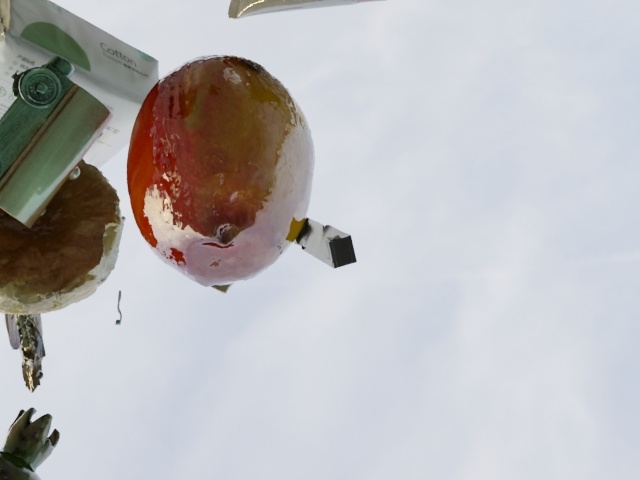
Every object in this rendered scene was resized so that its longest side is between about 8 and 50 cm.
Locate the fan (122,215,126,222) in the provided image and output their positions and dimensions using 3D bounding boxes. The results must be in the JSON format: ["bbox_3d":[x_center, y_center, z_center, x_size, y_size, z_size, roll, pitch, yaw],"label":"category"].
[{"bbox_3d":[-0.519,0.046,2.109,0.023,0.282,0.057,42,-158,-2],"label":"fan"}]

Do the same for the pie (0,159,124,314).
[{"bbox_3d":[-0.490,-0.025,1.602,0.339,0.083,0.340,11,-125,-16],"label":"pie"}]

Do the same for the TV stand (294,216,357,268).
[{"bbox_3d":[0.000,0.000,1.636,0.040,0.049,0.256,-16,-167,-13],"label":"TV stand"}]

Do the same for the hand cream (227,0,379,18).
[{"bbox_3d":[-0.027,-0.428,1.559,0.314,0.140,0.089,12,175,34],"label":"hand cream"}]

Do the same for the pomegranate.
[{"bbox_3d":[-0.581,0.430,1.643,0.242,0.242,0.306,-2,-125,-1],"label":"pomegranate"}]

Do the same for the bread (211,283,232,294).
[{"bbox_3d":[-0.203,0.045,2.127,0.077,0.105,0.152,36,-99,-1],"label":"bread"}]

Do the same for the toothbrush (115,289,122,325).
[{"bbox_3d":[-0.434,0.145,2.050,0.013,0.011,0.131,2,-151,-10],"label":"toothbrush"}]

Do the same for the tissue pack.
[{"bbox_3d":[-0.528,-0.310,1.875,0.356,0.266,0.194,26,-139,-41],"label":"tissue pack"}]

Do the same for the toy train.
[{"bbox_3d":[-0.467,-0.157,1.551,0.285,0.177,0.116,-57,-154,-12],"label":"toy train"}]

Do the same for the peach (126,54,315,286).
[{"bbox_3d":[-0.157,-0.103,1.502,0.289,0.373,0.373,10,-151,-31],"label":"peach"}]

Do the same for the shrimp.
[{"bbox_3d":[-0.542,0.161,1.718,0.052,0.251,0.143,-8,-170,5],"label":"shrimp"}]
